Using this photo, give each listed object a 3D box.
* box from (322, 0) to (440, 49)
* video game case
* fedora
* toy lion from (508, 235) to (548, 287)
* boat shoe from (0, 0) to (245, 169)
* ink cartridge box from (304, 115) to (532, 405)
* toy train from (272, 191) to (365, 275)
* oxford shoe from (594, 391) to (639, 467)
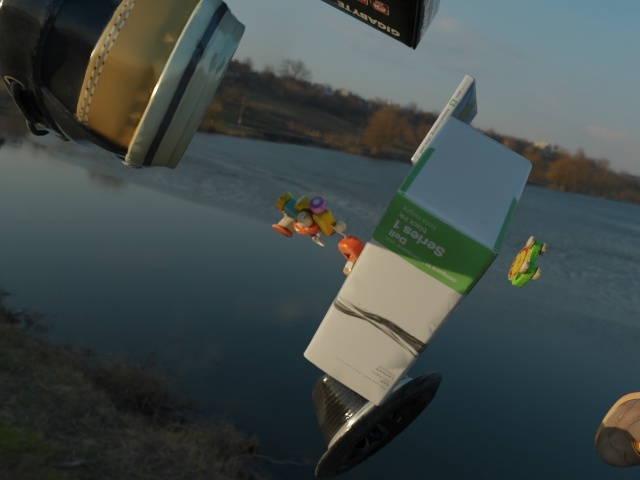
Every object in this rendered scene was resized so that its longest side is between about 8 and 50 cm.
[{"bbox_3d":[0.001,-0.267,0.551,0.220,0.051,0.175,31,-6,9],"label":"box"},{"bbox_3d":[0.256,-0.215,1.335,0.023,0.193,0.212,34,2,16],"label":"video game case"},{"bbox_3d":[0.078,0.309,1.263,0.152,0.334,0.334,48,26,24],"label":"fedora"},{"bbox_3d":[0.365,0.046,1.184,0.034,0.096,0.100,28,51,1],"label":"toy lion"},{"bbox_3d":[-0.190,-0.165,0.625,0.156,0.186,0.500,24,4,-17],"label":"boat shoe"},{"bbox_3d":[0.086,0.022,0.604,0.093,0.219,0.160,32,40,5],"label":"ink cartridge box"},{"bbox_3d":[0.000,0.000,0.789,0.125,0.046,0.166,51,-16,-27],"label":"toy train"},{"bbox_3d":[0.617,0.361,1.231,0.130,0.363,0.133,43,56,16],"label":"oxford shoe"}]
